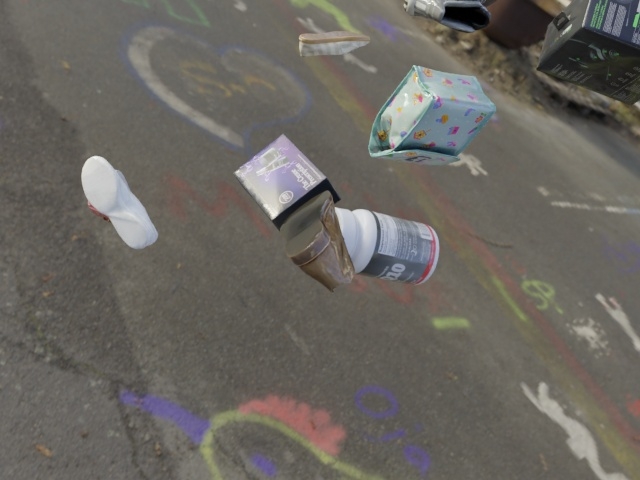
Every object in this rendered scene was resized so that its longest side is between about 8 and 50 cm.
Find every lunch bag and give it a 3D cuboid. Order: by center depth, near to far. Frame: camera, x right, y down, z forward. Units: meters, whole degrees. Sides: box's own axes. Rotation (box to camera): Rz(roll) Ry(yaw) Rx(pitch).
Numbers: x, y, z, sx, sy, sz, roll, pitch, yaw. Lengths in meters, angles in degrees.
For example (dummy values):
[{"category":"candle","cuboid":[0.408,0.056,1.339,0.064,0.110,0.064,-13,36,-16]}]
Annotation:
[{"category":"lunch bag","cuboid":[0.269,-0.287,1.806,0.223,0.262,0.160,2,50,-34]}]

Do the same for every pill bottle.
[{"category":"pill bottle","cuboid":[0.138,0.013,1.786,0.283,0.161,0.161,12,38,-28]}]

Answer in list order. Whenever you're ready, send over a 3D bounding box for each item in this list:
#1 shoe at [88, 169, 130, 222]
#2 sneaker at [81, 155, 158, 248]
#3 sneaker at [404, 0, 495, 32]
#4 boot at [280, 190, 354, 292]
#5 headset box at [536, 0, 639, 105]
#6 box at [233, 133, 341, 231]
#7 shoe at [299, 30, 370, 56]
[{"category":"shoe","cuboid":[-0.444,-0.058,1.564,0.063,0.081,0.178,-33,103,-77]},{"category":"sneaker","cuboid":[-0.410,-0.078,1.486,0.212,0.080,0.094,58,15,-2]},{"category":"sneaker","cuboid":[0.268,-0.410,1.267,0.228,0.086,0.132,-20,46,-30]},{"category":"boot","cuboid":[0.000,0.000,1.331,0.115,0.112,0.305,50,15,-19]},{"category":"headset box","cuboid":[0.670,-0.452,1.658,0.282,0.131,0.246,19,-10,-3]},{"category":"box","cuboid":[-0.095,-0.147,1.942,0.261,0.184,0.103,48,-2,45]},{"category":"shoe","cuboid":[0.039,-0.561,2.058,0.218,0.058,0.076,-9,31,-21]}]
